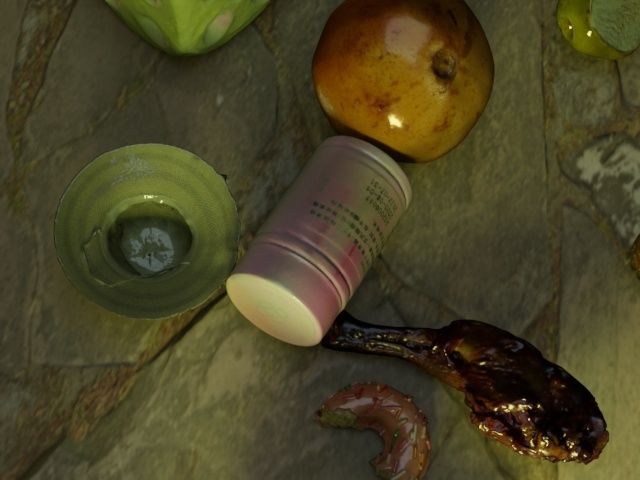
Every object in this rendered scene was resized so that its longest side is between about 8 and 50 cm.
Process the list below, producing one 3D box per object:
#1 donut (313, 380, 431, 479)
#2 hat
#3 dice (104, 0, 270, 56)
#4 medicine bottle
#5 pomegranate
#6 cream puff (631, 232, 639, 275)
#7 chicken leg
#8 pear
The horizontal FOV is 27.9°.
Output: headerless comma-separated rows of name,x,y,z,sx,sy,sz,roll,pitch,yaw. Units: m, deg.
donut,0.084,0.239,1.667,0.166,0.065,0.117,40,71,13
hat,-0.230,0.001,1.737,0.252,0.110,0.252,3,70,-7
dice,-0.198,-0.440,1.861,0.252,0.249,0.254,41,70,14
medicine bottle,0.000,0.000,1.711,0.152,0.152,0.254,29,62,10
pomegranate,0.114,-0.233,1.789,0.264,0.264,0.264,1,66,-2
cream puff,0.497,0.026,1.761,0.144,0.103,0.126,5,52,0
chicken leg,0.190,0.175,1.678,0.407,0.096,0.158,25,42,25
pear,0.411,-0.335,1.919,0.141,0.104,0.141,-1,91,-28
